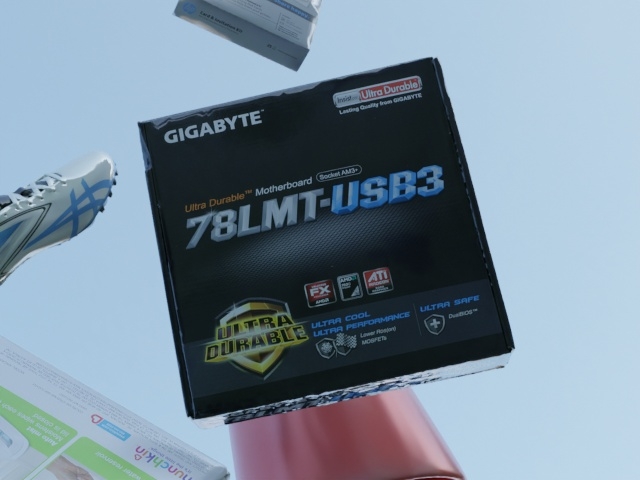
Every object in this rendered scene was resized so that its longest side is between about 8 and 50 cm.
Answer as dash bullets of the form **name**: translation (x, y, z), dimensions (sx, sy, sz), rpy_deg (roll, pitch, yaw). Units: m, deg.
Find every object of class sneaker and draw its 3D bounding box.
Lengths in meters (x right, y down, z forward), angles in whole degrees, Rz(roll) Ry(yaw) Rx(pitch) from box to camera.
- **sneaker**: translation (-0.312, -0.028, 1.309), dimensions (0.237, 0.085, 0.086), rpy_deg (-43, -50, -26)

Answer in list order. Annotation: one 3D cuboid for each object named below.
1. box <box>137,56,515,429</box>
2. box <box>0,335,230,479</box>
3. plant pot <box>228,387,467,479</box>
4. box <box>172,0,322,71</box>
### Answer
- **box**: translation (0.000, 0.000, 1.137), dimensions (0.296, 0.293, 0.073), rpy_deg (-11, -17, 0)
- **box**: translation (-0.231, 0.185, 0.774), dimensions (0.231, 0.262, 0.126), rpy_deg (-43, -28, -47)
- **plant pot**: translation (0.008, 0.234, 1.487), dimensions (0.275, 0.243, 0.275), rpy_deg (-16, -28, -9)
- **box**: translation (-0.067, -0.279, 1.328), dimensions (0.145, 0.186, 0.038), rpy_deg (24, -45, -12)
